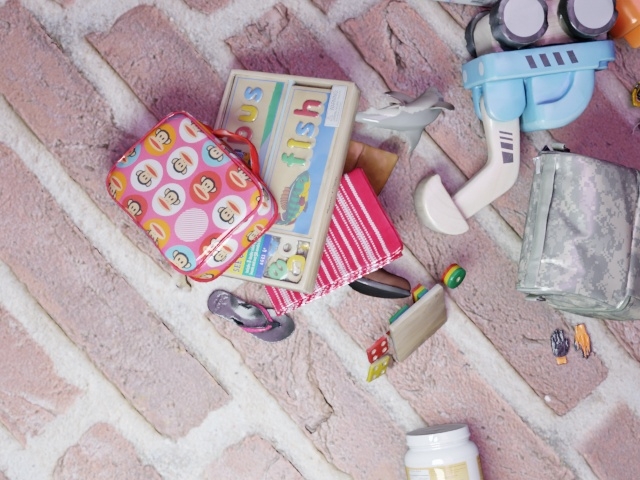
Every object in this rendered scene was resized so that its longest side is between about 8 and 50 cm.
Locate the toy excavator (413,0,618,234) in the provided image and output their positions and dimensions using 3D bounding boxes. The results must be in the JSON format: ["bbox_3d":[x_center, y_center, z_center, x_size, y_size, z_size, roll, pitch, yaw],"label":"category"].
[{"bbox_3d":[0.385,-0.256,1.792,0.433,0.222,0.445,-9,93,-8],"label":"toy excavator"}]

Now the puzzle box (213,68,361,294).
[{"bbox_3d":[-0.098,-0.121,1.710,0.272,0.052,0.408,10,81,22],"label":"puzzle box"}]

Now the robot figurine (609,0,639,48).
[{"bbox_3d":[0.636,-0.515,1.888,0.158,0.128,0.219,-36,90,10],"label":"robot figurine"}]

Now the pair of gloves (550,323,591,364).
[{"bbox_3d":[0.513,0.213,1.838,0.083,0.010,0.074,-12,86,-7],"label":"pair of gloves"}]

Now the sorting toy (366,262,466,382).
[{"bbox_3d":[0.174,0.158,1.745,0.274,0.132,0.046,-40,55,-16],"label":"sorting toy"}]

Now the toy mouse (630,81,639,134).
[{"bbox_3d":[0.722,-0.277,1.917,0.143,0.031,0.161,28,80,-4],"label":"toy mouse"}]

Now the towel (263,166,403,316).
[{"bbox_3d":[0.000,0.000,1.697,0.275,0.031,0.198,-27,71,6],"label":"towel"}]

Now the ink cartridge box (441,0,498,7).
[{"bbox_3d":[0.290,-0.567,1.804,0.278,0.201,0.117,5,82,-7],"label":"ink cartridge box"}]

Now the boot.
[{"bbox_3d":[0.094,-0.043,1.782,0.264,0.096,0.280,21,75,8],"label":"boot"}]

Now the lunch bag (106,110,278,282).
[{"bbox_3d":[-0.225,-0.097,1.655,0.258,0.120,0.293,-44,67,3],"label":"lunch bag"}]

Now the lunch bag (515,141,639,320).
[{"bbox_3d":[0.502,-0.013,1.727,0.256,0.213,0.305,16,81,-36],"label":"lunch bag"}]

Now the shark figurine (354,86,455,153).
[{"bbox_3d":[0.148,-0.225,1.758,0.278,0.166,0.116,-12,121,-24],"label":"shark figurine"}]

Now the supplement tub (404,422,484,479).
[{"bbox_3d":[0.238,0.457,1.700,0.144,0.144,0.199,-8,84,-9],"label":"supplement tub"}]

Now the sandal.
[{"bbox_3d":[-0.135,0.149,1.736,0.179,0.040,0.067,23,80,-5],"label":"sandal"}]
